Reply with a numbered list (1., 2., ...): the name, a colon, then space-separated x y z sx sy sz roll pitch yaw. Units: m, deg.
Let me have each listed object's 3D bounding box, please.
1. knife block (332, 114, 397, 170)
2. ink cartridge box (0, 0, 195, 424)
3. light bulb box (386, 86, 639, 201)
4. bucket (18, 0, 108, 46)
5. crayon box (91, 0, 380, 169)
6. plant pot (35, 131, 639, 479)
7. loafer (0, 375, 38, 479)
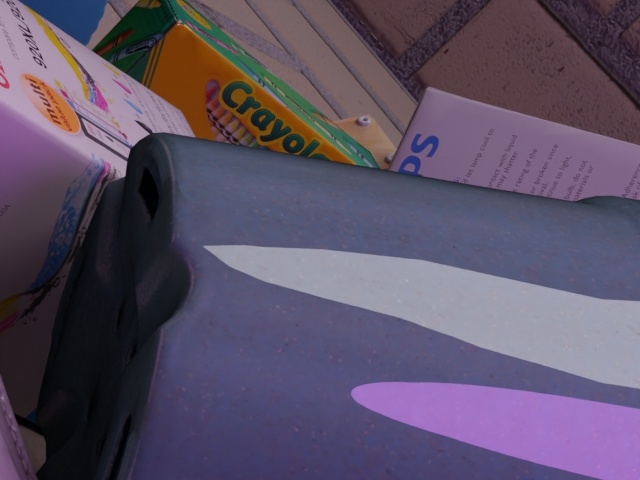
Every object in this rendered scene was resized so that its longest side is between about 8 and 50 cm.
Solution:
1. knife block: 0.000 0.000 1.823 0.275 0.242 0.088 -13 44 -21
2. ink cartridge box: -0.189 -0.028 1.045 0.232 0.168 0.171 33 18 -42
3. light bulb box: 0.266 0.064 1.694 0.361 0.225 0.358 19 -14 34
4. bucket: -0.270 -0.211 1.148 0.281 0.281 0.183 32 28 -48
5. crayon box: -0.088 -0.070 1.512 0.278 0.165 0.081 37 15 -35
6. plant pot: 0.039 0.104 0.921 0.334 0.341 0.341 15 23 -18
7. loafer: -0.202 0.029 0.840 0.111 0.112 0.319 -21 84 -56
